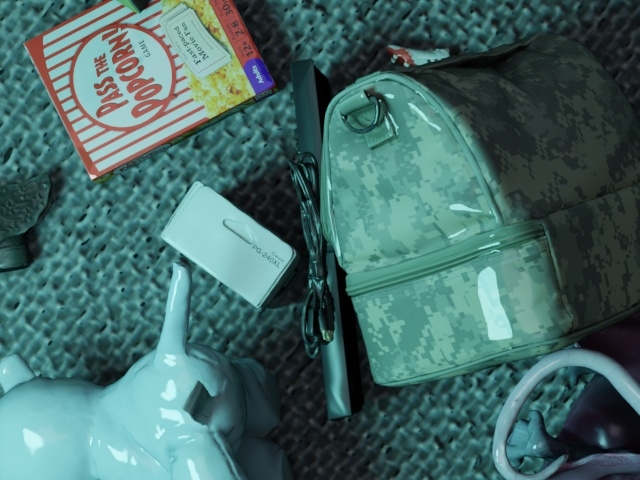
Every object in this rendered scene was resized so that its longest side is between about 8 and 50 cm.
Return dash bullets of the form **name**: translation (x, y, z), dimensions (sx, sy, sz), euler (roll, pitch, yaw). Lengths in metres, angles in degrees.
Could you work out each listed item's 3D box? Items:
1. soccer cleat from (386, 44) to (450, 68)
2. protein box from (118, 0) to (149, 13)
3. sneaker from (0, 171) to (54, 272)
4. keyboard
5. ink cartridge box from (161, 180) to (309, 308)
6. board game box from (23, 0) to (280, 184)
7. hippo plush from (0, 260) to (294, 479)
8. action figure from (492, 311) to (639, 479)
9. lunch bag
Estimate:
- **soccer cleat**: translation (0.102, -0.166, 1.744), dimensions (0.083, 0.029, 0.036), euler (26, 81, 2)
- **protein box**: translation (-0.196, -0.353, 1.697), dimensions (0.199, 0.136, 0.201), euler (34, 84, 15)
- **sneaker**: translation (-0.331, -0.011, 1.760), dimensions (0.170, 0.051, 0.089), euler (-7, 87, -1)
- **keyboard**: translation (0.000, 0.000, 1.655), dimensions (0.033, 0.201, 0.317), euler (-7, 86, 7)
- **ink cartridge box**: translation (-0.074, 0.007, 1.686), dimensions (0.109, 0.150, 0.063), euler (35, 90, 5)
- **board game box**: translation (-0.156, -0.161, 1.753), dimensions (0.193, 0.045, 0.147), euler (-28, 85, 3)
- **hippo plush**: translation (-0.168, 0.199, 1.636), dimensions (0.236, 0.294, 0.234), euler (-13, 65, 11)
- **action figure**: translation (0.364, 0.180, 1.593), dimensions (0.370, 0.275, 0.248), euler (26, 87, 21)
- **lunch bag**: translation (0.150, -0.038, 1.592), dimensions (0.212, 0.305, 0.256), euler (-17, 90, 39)
